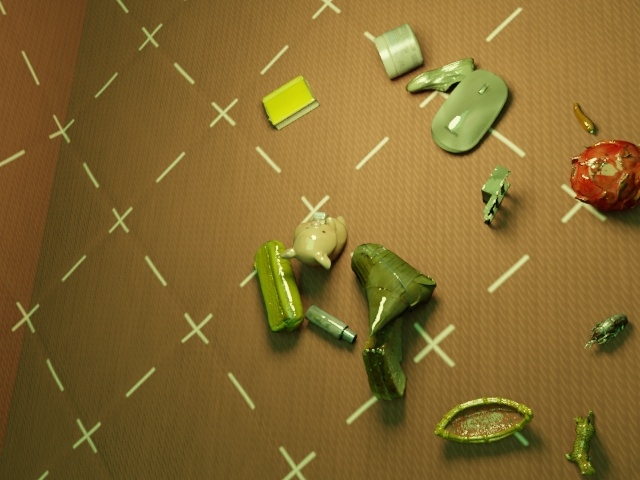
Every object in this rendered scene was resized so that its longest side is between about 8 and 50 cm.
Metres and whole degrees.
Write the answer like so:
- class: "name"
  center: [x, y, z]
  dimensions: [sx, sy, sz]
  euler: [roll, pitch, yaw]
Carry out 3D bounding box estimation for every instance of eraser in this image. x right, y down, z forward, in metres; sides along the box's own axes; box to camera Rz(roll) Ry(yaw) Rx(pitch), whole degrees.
- class: "eraser"
  center: [-0.136, -0.610, 2.220]
  dimensions: [0.226, 0.069, 0.157]
  euler: [-29, 71, 12]

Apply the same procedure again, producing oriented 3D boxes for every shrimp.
- class: "shrimp"
  center: [0.906, 0.291, 1.604]
  dimensions: [0.165, 0.065, 0.056]
  euler: [-43, 34, 12]

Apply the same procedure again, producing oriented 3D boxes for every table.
- class: "table"
  center: [0.607, -0.157, 1.779]
  dimensions: [0.063, 0.146, 0.175]
  euler: [30, 88, 24]

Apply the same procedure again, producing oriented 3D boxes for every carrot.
- class: "carrot"
  center: [0.932, -0.435, 1.787]
  dimensions: [0.035, 0.035, 0.142]
  euler: [-26, 65, 13]

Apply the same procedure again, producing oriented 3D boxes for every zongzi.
- class: "zongzi"
  center: [0.180, 0.169, 1.773]
  dimensions: [0.323, 0.361, 0.159]
  euler: [33, 134, 29]

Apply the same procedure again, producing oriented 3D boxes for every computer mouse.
- class: "computer mouse"
  center: [0.557, -0.484, 1.892]
  dimensions: [0.197, 0.095, 0.330]
  euler: [36, 98, 13]

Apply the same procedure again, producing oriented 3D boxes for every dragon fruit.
- class: "dragon fruit"
  center: [0.944, -0.208, 1.624]
  dimensions: [0.253, 0.241, 0.240]
  euler: [-5, 75, 35]

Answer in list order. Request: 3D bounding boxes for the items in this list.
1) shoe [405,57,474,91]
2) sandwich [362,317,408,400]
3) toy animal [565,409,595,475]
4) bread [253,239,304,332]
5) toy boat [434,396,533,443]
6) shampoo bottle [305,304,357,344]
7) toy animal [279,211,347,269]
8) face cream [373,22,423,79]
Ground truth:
- class: "shoe"
  center: [0.472, -0.628, 1.976]
  dimensions: [0.275, 0.103, 0.098]
  euler: [-14, 92, 18]
- class: "sandwich"
  center: [0.241, 0.401, 1.800]
  dimensions: [0.100, 0.288, 0.254]
  euler: [-9, 118, 26]
- class: "toy animal"
  center: [0.801, 0.604, 1.522]
  dimensions: [0.073, 0.136, 0.181]
  euler: [14, 82, 24]
- class: "bread"
  center: [-0.159, 0.183, 2.006]
  dimensions: [0.166, 0.112, 0.383]
  euler: [-37, 60, 38]
- class: "toy boat"
  center: [0.533, 0.592, 1.652]
  dimensions: [0.318, 0.099, 0.140]
  euler: [-19, 67, 19]
- class: "shampoo bottle"
  center: [0.041, 0.324, 1.921]
  dimensions: [0.214, 0.072, 0.072]
  euler: [28, 88, 25]
- class: "toy animal"
  center: [-0.001, -0.002, 1.930]
  dimensions: [0.195, 0.256, 0.212]
  euler: [11, 92, 22]
- class: "face cream"
  center: [0.315, -0.760, 2.024]
  dimensions: [0.153, 0.177, 0.177]
  euler: [-21, 70, 13]
